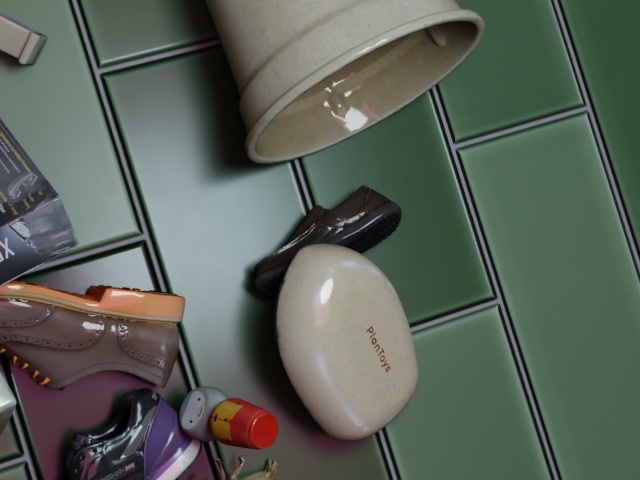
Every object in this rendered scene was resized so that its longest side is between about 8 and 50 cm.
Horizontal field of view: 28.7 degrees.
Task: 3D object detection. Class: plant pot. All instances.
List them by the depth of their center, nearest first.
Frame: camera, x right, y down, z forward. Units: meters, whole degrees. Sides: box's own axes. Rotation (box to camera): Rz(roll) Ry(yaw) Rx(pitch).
[{"bbox_3d":[-0.013,-0.311,1.566,0.334,0.334,0.305,-25,79,-16],"label":"plant pot"}]

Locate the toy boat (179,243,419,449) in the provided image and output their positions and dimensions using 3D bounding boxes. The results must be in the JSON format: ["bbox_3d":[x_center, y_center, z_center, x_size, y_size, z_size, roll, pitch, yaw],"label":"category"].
[{"bbox_3d":[-0.026,0.153,1.559,0.318,0.148,0.267,-34,114,-34],"label":"toy boat"}]

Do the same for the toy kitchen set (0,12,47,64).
[{"bbox_3d":[-0.390,-0.349,1.566,0.166,0.122,0.207,26,98,-12],"label":"toy kitchen set"}]

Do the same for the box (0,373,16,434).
[{"bbox_3d":[-0.492,0.210,1.313,0.311,0.148,0.121,-28,79,-29],"label":"box"}]

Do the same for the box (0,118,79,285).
[{"bbox_3d":[-0.446,-0.043,1.417,0.242,0.307,0.076,-29,134,-17],"label":"box"}]

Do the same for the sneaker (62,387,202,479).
[{"bbox_3d":[-0.282,0.297,1.505,0.283,0.107,0.124,-47,114,-24],"label":"sneaker"}]

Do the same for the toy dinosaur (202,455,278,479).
[{"bbox_3d":[-0.125,0.339,1.580,0.092,0.053,0.183,42,75,-9],"label":"toy dinosaur"}]

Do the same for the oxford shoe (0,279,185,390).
[{"bbox_3d":[-0.346,0.115,1.507,0.364,0.130,0.133,5,89,-15],"label":"oxford shoe"}]

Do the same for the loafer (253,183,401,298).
[{"bbox_3d":[0.000,0.000,1.647,0.220,0.080,0.078,-29,60,-15],"label":"loafer"}]
